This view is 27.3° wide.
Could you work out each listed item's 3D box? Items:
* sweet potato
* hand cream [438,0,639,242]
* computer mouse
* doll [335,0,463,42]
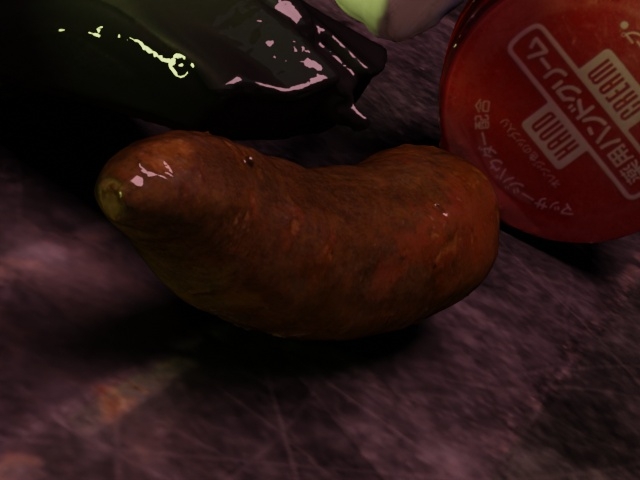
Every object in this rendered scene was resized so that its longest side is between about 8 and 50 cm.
[{"bbox_3d":[-0.001,0.001,0.600,0.097,0.097,0.292,41,22,25],"label":"sweet potato"},{"bbox_3d":[0.175,-0.104,0.895,0.193,0.193,0.125,29,22,-1],"label":"hand cream"},{"bbox_3d":[-0.083,-0.111,0.666,0.264,0.088,0.147,20,21,26],"label":"computer mouse"},{"bbox_3d":[-0.042,-0.235,0.908,0.423,0.161,0.348,5,29,14],"label":"doll"}]
